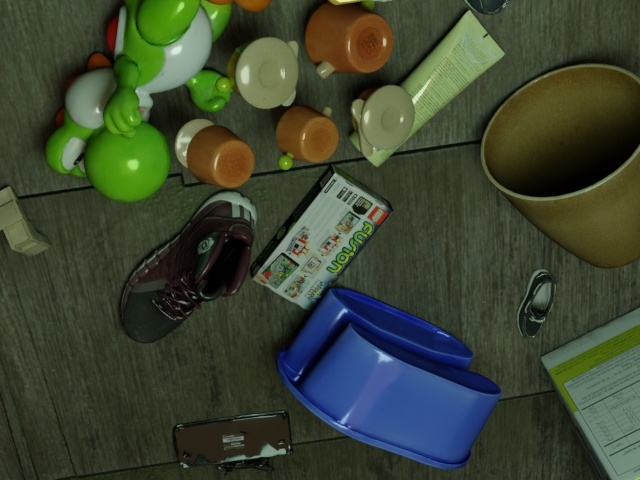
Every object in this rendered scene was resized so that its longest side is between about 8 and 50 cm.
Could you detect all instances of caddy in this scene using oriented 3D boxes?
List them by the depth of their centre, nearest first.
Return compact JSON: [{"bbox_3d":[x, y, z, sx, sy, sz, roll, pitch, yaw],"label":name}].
[{"bbox_3d":[0.098,0.220,1.486,0.341,0.241,0.179,24,104,-23],"label":"caddy"}]

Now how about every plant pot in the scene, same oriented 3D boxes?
[{"bbox_3d":[0.384,-0.079,1.407,0.237,0.237,0.254,-32,133,8],"label":"plant pot"}]

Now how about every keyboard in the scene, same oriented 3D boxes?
[{"bbox_3d":[-0.143,0.336,1.631,0.191,0.038,0.100,-6,95,-6],"label":"keyboard"}]

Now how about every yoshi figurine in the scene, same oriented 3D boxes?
[{"bbox_3d":[-0.200,-0.189,1.249,0.203,0.203,0.362,31,112,-30],"label":"yoshi figurine"}]

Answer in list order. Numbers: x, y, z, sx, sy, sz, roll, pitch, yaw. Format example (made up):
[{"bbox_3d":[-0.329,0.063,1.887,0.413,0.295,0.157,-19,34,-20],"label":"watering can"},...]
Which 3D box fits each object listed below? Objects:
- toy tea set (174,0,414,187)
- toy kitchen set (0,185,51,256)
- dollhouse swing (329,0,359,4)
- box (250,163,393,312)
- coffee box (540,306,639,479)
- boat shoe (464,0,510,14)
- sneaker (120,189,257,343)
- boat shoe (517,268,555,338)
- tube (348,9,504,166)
[{"bbox_3d":[-0.040,-0.187,1.268,0.336,0.124,0.200,-20,116,-27],"label":"toy tea set"},{"bbox_3d":[-0.436,-0.018,1.387,0.068,0.075,0.083,-27,79,1],"label":"toy kitchen set"},{"bbox_3d":[-0.006,-0.458,1.067,0.305,0.315,0.347,40,101,4],"label":"dollhouse swing"},{"bbox_3d":[0.000,0.000,1.468,0.114,0.036,0.207,32,108,-23],"label":"box"},{"bbox_3d":[0.604,0.318,1.569,0.338,0.334,0.338,-28,119,5],"label":"coffee box"},{"bbox_3d":[0.229,-0.370,1.234,0.095,0.079,0.255,-35,151,-19],"label":"boat shoe"},{"bbox_3d":[-0.191,0.065,1.397,0.106,0.162,0.281,32,108,-23],"label":"sneaker"},{"bbox_3d":[0.348,0.108,1.583,0.046,0.038,0.125,6,116,-13],"label":"boat shoe"},{"bbox_3d":[0.145,-0.204,1.378,0.240,0.070,0.062,-44,76,10],"label":"tube"}]
